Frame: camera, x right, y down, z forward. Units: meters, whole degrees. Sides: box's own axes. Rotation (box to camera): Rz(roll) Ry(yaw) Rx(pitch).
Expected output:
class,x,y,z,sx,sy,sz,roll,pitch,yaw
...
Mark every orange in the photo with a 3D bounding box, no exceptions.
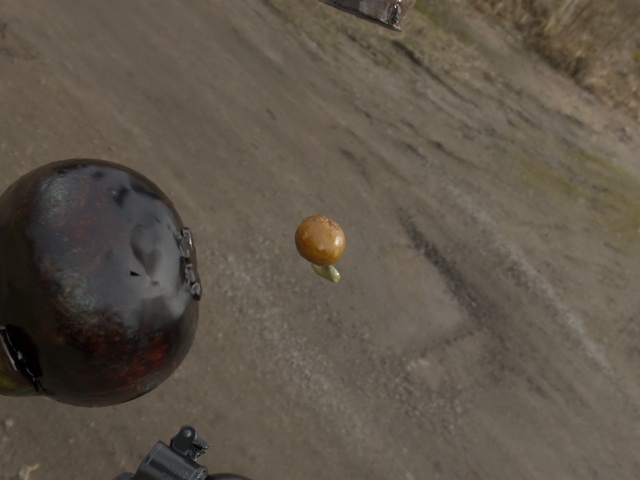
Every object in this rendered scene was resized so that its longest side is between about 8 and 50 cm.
class,x,y,z,sx,sy,sz,roll,pitch,yaw
orange,0.000,0.000,1.261,0.083,0.070,0.083,29,11,-6

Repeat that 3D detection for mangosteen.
class,x,y,z,sx,sy,sz,roll,pitch,yaw
mangosteen,-0.306,0.055,1.044,0.330,0.330,0.330,27,32,-18

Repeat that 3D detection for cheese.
class,x,y,z,sx,sy,sz,roll,pitch,yaw
cheese,0.012,0.068,1.871,0.044,0.030,0.083,48,-15,-33

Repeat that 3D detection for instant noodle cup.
class,x,y,z,sx,sy,sz,roll,pitch,yaw
instant noodle cup,0.109,-0.508,1.518,0.218,0.207,0.217,21,12,-5

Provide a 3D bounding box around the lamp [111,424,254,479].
class,x,y,z,sx,sy,sz,roll,pitch,yaw
lamp,-0.235,0.430,1.472,0.227,0.147,0.172,29,71,10
